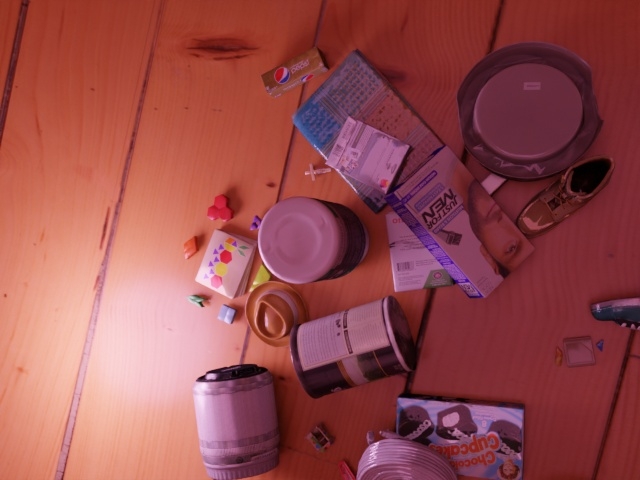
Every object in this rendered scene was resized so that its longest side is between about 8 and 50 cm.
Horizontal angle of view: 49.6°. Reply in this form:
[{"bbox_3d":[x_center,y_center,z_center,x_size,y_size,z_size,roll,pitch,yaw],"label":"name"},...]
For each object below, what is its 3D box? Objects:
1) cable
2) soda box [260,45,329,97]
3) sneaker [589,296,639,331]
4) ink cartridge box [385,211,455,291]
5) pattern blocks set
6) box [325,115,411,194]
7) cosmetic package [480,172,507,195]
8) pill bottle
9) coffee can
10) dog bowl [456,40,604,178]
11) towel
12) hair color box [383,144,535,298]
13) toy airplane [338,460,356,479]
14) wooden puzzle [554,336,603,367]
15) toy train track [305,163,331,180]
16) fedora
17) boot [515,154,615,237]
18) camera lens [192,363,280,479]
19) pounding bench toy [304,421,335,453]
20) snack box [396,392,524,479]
[{"bbox_3d":[0.219,0.611,1.759,0.257,0.089,0.257,14,127,9],"label":"cable"},{"bbox_3d":[-0.071,-0.468,1.929,0.181,0.058,0.061,-24,83,16],"label":"soda box"},{"bbox_3d":[0.794,0.191,1.622,0.302,0.108,0.121,-2,85,16],"label":"sneaker"},{"bbox_3d":[0.261,0.021,1.805,0.153,0.087,0.208,-7,87,17],"label":"ink cartridge box"},{"bbox_3d":[-0.270,0.062,2.008,0.285,0.026,0.325,33,99,15],"label":"pattern blocks set"},{"bbox_3d":[0.127,-0.226,1.839,0.186,0.038,0.145,28,99,15],"label":"box"},{"bbox_3d":[0.442,-0.149,1.762,0.115,0.060,0.041,-46,78,14],"label":"cosmetic package"},{"bbox_3d":[0.000,0.000,1.746,0.204,0.361,0.204,0,90,18],"label":"pill bottle"},{"bbox_3d":[0.085,0.277,1.801,0.275,0.201,0.202,-20,84,17],"label":"coffee can"},{"bbox_3d":[0.503,-0.302,1.686,0.348,0.102,0.349,-3,75,13],"label":"dog bowl"},{"bbox_3d":[0.125,-0.294,1.878,0.271,0.040,0.370,-44,80,14],"label":"towel"},{"bbox_3d":[0.339,-0.043,1.699,0.185,0.110,0.339,-42,95,-11],"label":"hair color box"},{"bbox_3d":[0.071,0.684,1.895,0.151,0.028,0.151,0,88,19],"label":"toy airplane"},{"bbox_3d":[0.641,0.277,1.721,0.116,0.014,0.079,-3,93,18],"label":"wooden puzzle"},{"bbox_3d":[-0.004,-0.193,1.926,0.083,0.014,0.048,-4,102,30],"label":"toy train track"},{"bbox_3d":[-0.130,0.212,1.922,0.194,0.079,0.194,2,100,12],"label":"fedora"},{"bbox_3d":[0.575,-0.103,1.642,0.262,0.203,0.095,-35,79,13],"label":"boot"},{"bbox_3d":[-0.226,0.485,1.891,0.219,0.219,0.274,-9,87,18],"label":"camera lens"},{"bbox_3d":[-0.005,0.546,1.891,0.052,0.083,0.065,-44,77,13],"label":"pounding bench toy"},{"bbox_3d":[0.358,0.504,1.786,0.321,0.060,0.187,1,91,18],"label":"snack box"}]
